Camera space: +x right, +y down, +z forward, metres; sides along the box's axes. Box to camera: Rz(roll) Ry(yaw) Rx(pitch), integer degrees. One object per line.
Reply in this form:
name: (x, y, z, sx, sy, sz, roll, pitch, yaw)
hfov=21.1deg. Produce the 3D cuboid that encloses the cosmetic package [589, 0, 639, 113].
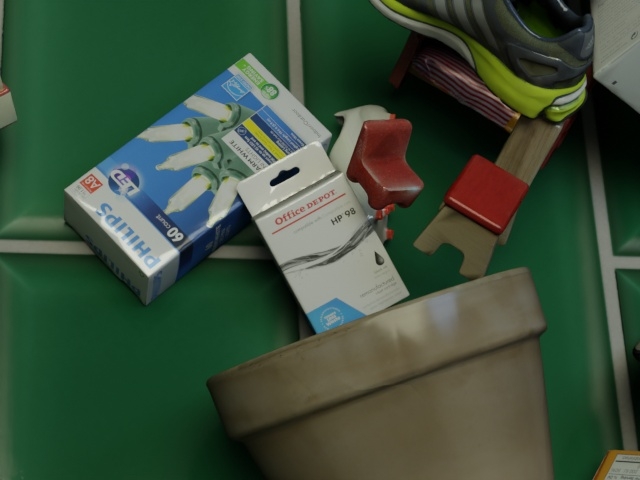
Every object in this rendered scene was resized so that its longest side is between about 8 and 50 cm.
cosmetic package: (0.407, -0.222, 1.817, 0.224, 0.138, 0.225, 33, 38, -26)

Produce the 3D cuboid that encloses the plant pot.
plant pot: (0.087, 0.208, 1.595, 0.323, 0.323, 0.280, -17, 84, -17)

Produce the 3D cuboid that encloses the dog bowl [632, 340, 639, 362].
dog bowl: (0.518, 0.081, 1.667, 0.408, 0.408, 0.150, -26, 87, -20)

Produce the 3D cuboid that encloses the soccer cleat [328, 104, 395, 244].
soccer cleat: (0.040, -0.054, 1.836, 0.076, 0.068, 0.196, 0, 64, 17)

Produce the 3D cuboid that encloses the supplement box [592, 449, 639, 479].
supplement box: (0.365, 0.252, 1.634, 0.078, 0.233, 0.080, 47, 63, -25)

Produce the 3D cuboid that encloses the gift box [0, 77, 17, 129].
gift box: (-0.471, -0.209, 1.729, 0.255, 0.258, 0.276, -27, 50, -18)

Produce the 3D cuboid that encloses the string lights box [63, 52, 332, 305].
string lights box: (-0.128, -0.066, 1.802, 0.259, 0.077, 0.133, -40, 76, -24)

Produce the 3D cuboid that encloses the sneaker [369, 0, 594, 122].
sneaker: (0.155, -0.250, 1.697, 0.300, 0.121, 0.111, 37, 52, 12)

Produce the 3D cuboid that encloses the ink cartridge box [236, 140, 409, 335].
ink cartridge box: (0.000, 0.000, 1.737, 0.104, 0.060, 0.180, -29, 97, -3)

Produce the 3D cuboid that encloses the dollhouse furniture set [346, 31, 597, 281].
dollhouse furniture set: (0.157, -0.143, 1.762, 0.201, 0.152, 0.374, 30, 34, 6)
